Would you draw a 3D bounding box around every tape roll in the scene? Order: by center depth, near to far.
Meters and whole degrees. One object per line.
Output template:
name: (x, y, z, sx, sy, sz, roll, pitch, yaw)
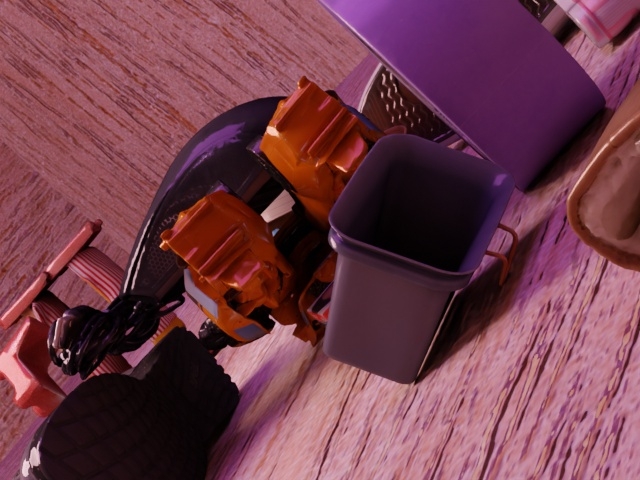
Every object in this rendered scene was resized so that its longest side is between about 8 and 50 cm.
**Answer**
tape roll: (0.088, -0.123, 0.986, 0.080, 0.189, 0.189, -46, 6, 5)

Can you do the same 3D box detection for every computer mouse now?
computer mouse: (-0.103, -0.018, 1.162, 0.272, 0.072, 0.188, -47, -6, 9)

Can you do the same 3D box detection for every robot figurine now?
robot figurine: (-0.015, -0.002, 1.091, 0.211, 0.085, 0.291, -48, -17, -4)

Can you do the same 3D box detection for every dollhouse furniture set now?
dollhouse furniture set: (-0.221, 0.106, 1.582, 0.152, 0.201, 0.374, -47, 6, 0)

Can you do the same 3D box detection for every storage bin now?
storage bin: (0.055, 0.015, 0.869, 0.135, 0.098, 0.091, -58, -15, -56)

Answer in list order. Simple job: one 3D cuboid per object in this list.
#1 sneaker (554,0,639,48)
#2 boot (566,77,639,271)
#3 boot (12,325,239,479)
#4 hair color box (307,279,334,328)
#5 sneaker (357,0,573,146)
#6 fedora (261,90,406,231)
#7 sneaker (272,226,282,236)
sneaker: (0.217, -0.186, 1.152, 0.070, 0.051, 0.134, -44, 10, 11)
boot: (0.226, -0.129, 0.622, 0.269, 0.089, 0.236, -52, -2, -39)
boot: (-0.196, 0.200, 1.209, 0.222, 0.118, 0.338, -40, -4, 15)
hair color box: (0.056, 0.010, 1.038, 0.141, 0.043, 0.072, -49, 6, -6)
sneaker: (0.159, -0.177, 1.364, 0.290, 0.106, 0.123, -43, -10, 15)
fedora: (-0.024, -0.070, 1.292, 0.194, 0.079, 0.194, -28, 10, 5)
sneaker: (0.000, 0.000, 1.352, 0.092, 0.087, 0.229, -36, 13, 7)
